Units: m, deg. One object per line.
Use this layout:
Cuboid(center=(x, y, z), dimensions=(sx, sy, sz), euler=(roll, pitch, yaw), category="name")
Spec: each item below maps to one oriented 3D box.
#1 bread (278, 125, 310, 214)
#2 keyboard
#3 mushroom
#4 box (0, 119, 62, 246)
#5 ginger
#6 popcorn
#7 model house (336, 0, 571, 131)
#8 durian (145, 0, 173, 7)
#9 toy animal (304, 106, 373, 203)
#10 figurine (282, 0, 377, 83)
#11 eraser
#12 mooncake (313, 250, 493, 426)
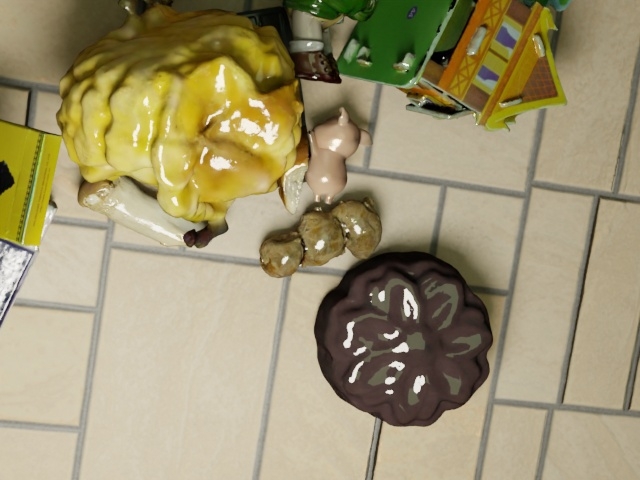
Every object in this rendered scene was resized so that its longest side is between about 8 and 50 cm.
Cuboid(center=(-0.045, -0.106, 1.595), dimensions=(0.044, 0.129, 0.126), euler=(6, 108, -9), category="bread")
Cuboid(center=(-0.084, -0.270, 1.629), dimensions=(0.103, 0.041, 0.381), euler=(-12, 107, -14), category="keyboard")
Cuboid(center=(-0.259, -0.046, 1.593), dimensions=(0.209, 0.071, 0.084), euler=(29, 55, -21), category="mushroom")
Cuboid(center=(-0.486, -0.100, 1.449), dimensions=(0.279, 0.041, 0.153), euler=(16, 94, 23), category="box")
Cuboid(center=(0.000, 0.000, 1.662), dimensions=(0.204, 0.080, 0.104), euler=(-16, 107, -15), category="ginger")
Cuboid(center=(-0.183, -0.151, 1.485), dimensions=(0.349, 0.349, 0.381), euler=(-16, 123, -13), category="popcorn")
Cuboid(center=(0.252, -0.343, 1.645), dimensions=(0.313, 0.242, 0.357), euler=(25, 89, -33), category="model house")
Cuboid(center=(-0.234, -0.507, 1.492), dimensions=(0.305, 0.185, 0.195), euler=(51, 42, -22), category="durian")
Cuboid(center=(0.021, -0.130, 1.645), dimensions=(0.089, 0.083, 0.150), euler=(20, 94, 13), category="toy animal")
Cuboid(center=(0.021, -0.414, 1.535), dimensions=(0.167, 0.281, 0.370), euler=(11, 98, 15), category="figurine")
Cuboid(center=(-0.496, 0.052, 1.528), dimensions=(0.130, 0.086, 0.287), euler=(25, 91, -16), category="eraser")
Cuboid(center=(0.135, 0.158, 1.692), dimensions=(0.283, 0.141, 0.283), euler=(-1, 96, -13), category="mooncake")
